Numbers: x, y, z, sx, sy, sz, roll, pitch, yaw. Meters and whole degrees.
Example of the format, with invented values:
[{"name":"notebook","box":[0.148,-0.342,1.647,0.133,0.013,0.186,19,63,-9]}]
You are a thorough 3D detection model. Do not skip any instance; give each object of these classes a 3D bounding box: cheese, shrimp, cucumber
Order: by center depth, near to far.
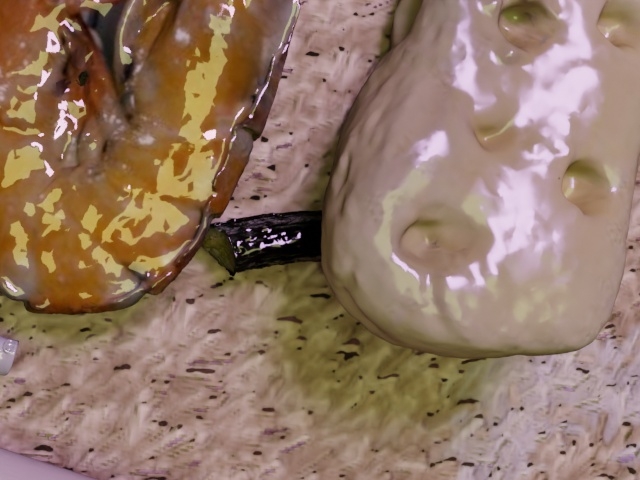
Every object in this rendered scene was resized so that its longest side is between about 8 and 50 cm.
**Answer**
[{"name":"shrimp","box":[-0.094,-0.112,0.517,0.164,0.062,0.317,27,87,-7]},{"name":"cheese","box":[0.099,-0.061,0.525,0.159,0.093,0.263,23,74,-7]},{"name":"cucumber","box":[0.000,-0.002,0.554,0.134,0.033,0.034,-6,64,-16]}]

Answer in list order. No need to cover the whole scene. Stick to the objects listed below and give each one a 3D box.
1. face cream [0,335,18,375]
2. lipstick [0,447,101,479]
[{"name":"face cream","box":[-0.222,0.046,0.507,0.130,0.034,0.034,15,89,-11]},{"name":"lipstick","box":[-0.149,0.156,0.500,0.326,0.087,0.087,22,88,-12]}]
